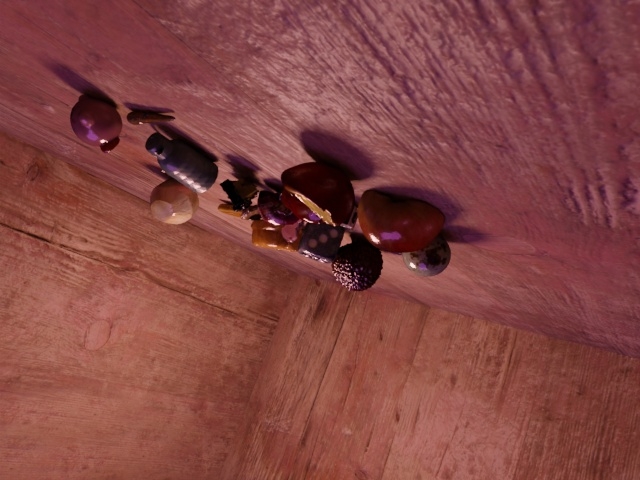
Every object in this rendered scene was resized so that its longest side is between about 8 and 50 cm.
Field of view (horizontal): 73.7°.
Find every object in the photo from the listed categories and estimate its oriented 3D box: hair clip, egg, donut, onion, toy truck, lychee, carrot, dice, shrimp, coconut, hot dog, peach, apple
[{"bbox_3d":[-0.141,-0.071,2.071,0.123,0.138,0.102,22,166,32],"label":"hair clip"},{"bbox_3d":[0.393,0.049,1.615,0.169,0.169,0.231,23,-178,-14],"label":"egg"},{"bbox_3d":[-0.239,-0.026,2.358,0.299,0.150,0.317,8,175,-4],"label":"donut"},{"bbox_3d":[-0.174,-0.137,1.820,0.195,0.140,0.218,3,-176,-11],"label":"onion"},{"bbox_3d":[0.030,-0.114,1.663,0.242,0.101,0.125,18,173,26],"label":"toy truck"},{"bbox_3d":[0.182,0.108,2.102,0.264,0.300,0.264,-7,-163,2],"label":"lychee"},{"bbox_3d":[-0.577,-0.416,1.452,0.254,0.049,0.049,10,165,32],"label":"carrot"},{"bbox_3d":[0.000,0.000,2.029,0.183,0.182,0.181,20,169,-7],"label":"dice"},{"bbox_3d":[-0.323,-0.199,1.768,0.127,0.127,0.257,58,176,-4],"label":"toy truck"},{"bbox_3d":[-0.268,-0.127,1.955,0.173,0.058,0.253,-27,171,20],"label":"shrimp"},{"bbox_3d":[-0.789,-0.214,2.330,0.259,0.259,0.259,20,169,4],"label":"coconut"},{"bbox_3d":[-0.452,-0.165,2.358,0.286,0.061,0.088,12,166,28],"label":"hot dog"},{"bbox_3d":[-0.056,-0.140,1.548,0.279,0.068,0.189,1,121,35],"label":"peach"},{"bbox_3d":[0.008,-0.163,1.330,0.267,0.154,0.159,40,169,-34],"label":"peach"},{"bbox_3d":[0.255,-0.039,1.457,0.293,0.163,0.251,17,167,25],"label":"apple"}]

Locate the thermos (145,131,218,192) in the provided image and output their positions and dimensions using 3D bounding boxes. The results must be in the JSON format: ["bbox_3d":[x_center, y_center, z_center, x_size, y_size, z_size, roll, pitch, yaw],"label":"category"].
[{"bbox_3d":[-0.544,-0.317,1.654,0.182,0.145,0.286,51,-173,39],"label":"thermos"}]

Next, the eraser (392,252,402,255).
[{"bbox_3d":[0.377,0.058,2.051,0.083,0.019,0.038,14,166,31],"label":"eraser"}]

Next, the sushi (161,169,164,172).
[{"bbox_3d":[-0.700,-0.328,2.054,0.120,0.052,0.055,18,168,11],"label":"sushi"}]

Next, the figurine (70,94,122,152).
[{"bbox_3d":[-0.796,-0.420,1.516,0.173,0.173,0.173,20,169,4],"label":"figurine"}]
